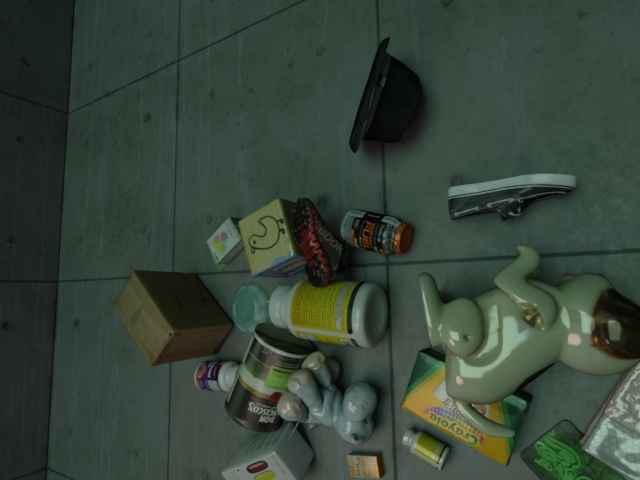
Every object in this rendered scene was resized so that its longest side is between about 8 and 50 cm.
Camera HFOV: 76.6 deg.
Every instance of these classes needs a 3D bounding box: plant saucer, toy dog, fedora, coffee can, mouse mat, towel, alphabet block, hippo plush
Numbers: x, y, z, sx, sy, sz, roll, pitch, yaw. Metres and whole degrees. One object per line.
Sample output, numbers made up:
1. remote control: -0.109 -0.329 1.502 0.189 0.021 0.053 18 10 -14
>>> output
1. plant saucer: -0.271 0.252 1.493 0.195 0.038 0.194 -4 82 32
2. toy dog: 0.456 0.197 0.875 0.409 0.284 0.394 -15 57 20
3. fedora: 0.196 -0.399 1.174 0.153 0.334 0.333 18 95 -2
4. coffee can: -0.166 0.434 1.307 0.202 0.202 0.275 26 99 32
5. mouse mat: 0.586 0.533 0.930 0.152 0.007 0.189 -52 61 17
6. towel: 0.762 0.397 0.802 0.332 0.053 0.316 32 101 30
7. alphabet block: -0.123 0.000 1.334 0.193 0.194 0.196 -27 71 26
8. hippo plush: 0.031 0.488 1.156 0.237 0.234 0.293 17 93 34

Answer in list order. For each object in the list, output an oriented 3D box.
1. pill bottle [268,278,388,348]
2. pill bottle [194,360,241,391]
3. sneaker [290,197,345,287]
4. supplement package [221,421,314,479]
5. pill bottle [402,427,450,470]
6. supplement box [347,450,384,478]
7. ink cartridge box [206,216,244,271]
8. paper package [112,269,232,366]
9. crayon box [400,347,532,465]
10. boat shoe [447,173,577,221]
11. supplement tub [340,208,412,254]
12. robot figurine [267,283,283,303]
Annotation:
1. pill bottle: 0.017 0.211 1.222 0.334 0.188 0.187 0 85 32
2. pill bottle: -0.356 0.494 1.478 0.194 0.108 0.107 -10 80 31
3. sneaker: 0.000 0.000 1.206 0.098 0.135 0.275 -37 66 51
4. supplement package: -0.166 0.709 1.293 0.244 0.134 0.139 -35 93 25
5. pill bottle: 0.281 0.555 1.087 0.117 0.065 0.065 20 96 32
6. supplement box: 0.132 0.658 1.189 0.099 0.036 0.062 -16 76 31
7. ink cartridge box: -0.371 0.018 1.567 0.209 0.062 0.108 -42 65 22
8. paper package: -0.538 0.276 1.498 0.325 0.310 0.168 42 105 28
9. crayon box: 0.366 0.412 1.039 0.279 0.081 0.165 19 95 33
10. boat shoe: 0.469 -0.099 1.016 0.302 0.108 0.102 -4 82 35
11. supplement tub: 0.165 -0.023 1.196 0.191 0.117 0.116 13 92 33
12. robot figurine: -0.136 0.210 1.392 0.101 0.067 0.115 13 92 25
